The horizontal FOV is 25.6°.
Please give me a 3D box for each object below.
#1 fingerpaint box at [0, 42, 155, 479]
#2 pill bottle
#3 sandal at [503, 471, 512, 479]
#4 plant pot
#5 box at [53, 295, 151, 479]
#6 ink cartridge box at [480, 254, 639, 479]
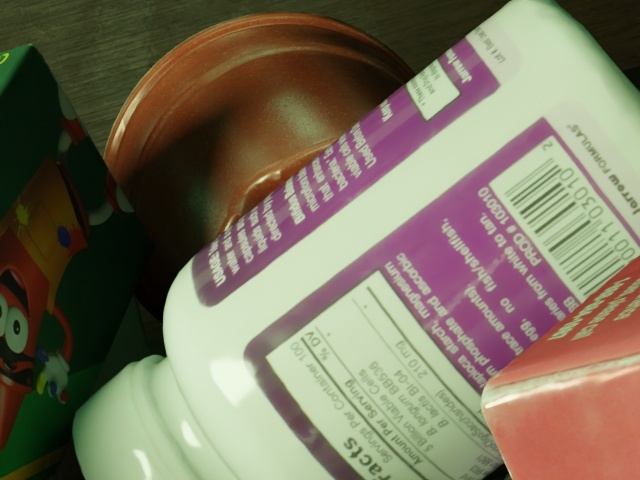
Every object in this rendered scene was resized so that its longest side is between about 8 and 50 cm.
[{"bbox_3d":[-0.357,0.101,0.744,0.444,0.163,0.371,-14,32,21],"label":"fingerpaint box"},{"bbox_3d":[0.035,0.038,0.668,0.301,0.169,0.169,-38,5,10],"label":"pill bottle"},{"bbox_3d":[0.243,0.042,0.702,0.416,0.102,0.169,-21,10,-31],"label":"sandal"},{"bbox_3d":[0.000,0.000,0.945,0.272,0.272,0.265,-17,20,-9],"label":"plant pot"},{"bbox_3d":[-0.246,0.120,1.010,0.232,0.127,0.148,-20,10,-27],"label":"box"},{"bbox_3d":[0.281,0.025,0.366,0.384,0.160,0.279,-19,3,33],"label":"ink cartridge box"}]
